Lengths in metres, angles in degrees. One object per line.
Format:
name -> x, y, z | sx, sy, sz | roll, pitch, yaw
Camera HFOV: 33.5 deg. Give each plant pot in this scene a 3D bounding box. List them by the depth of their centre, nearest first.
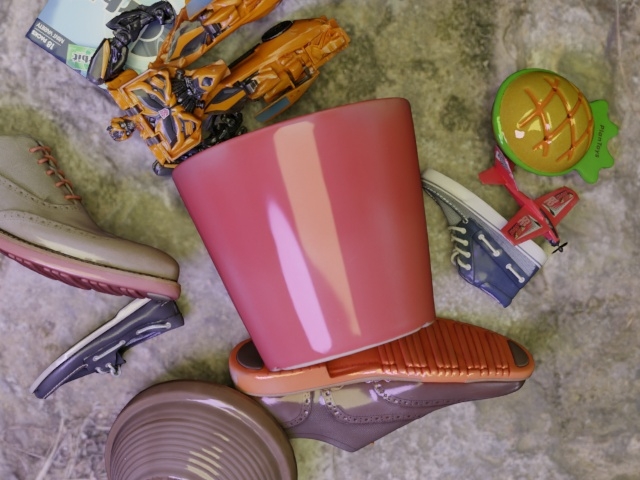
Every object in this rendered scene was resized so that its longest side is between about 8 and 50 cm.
plant pot -> 0.000, 0.000, 1.167 | 0.274, 0.275, 0.243 | -17, 90, -1
plant pot -> -0.152, 0.290, 1.241 | 0.237, 0.110, 0.237 | 5, 117, 10

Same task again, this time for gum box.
gum box -> -0.229, -0.270, 1.252 | 0.157, 0.041, 0.184 | 34, 93, -7

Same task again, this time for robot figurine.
robot figurine -> -0.120, -0.203, 1.218 | 0.291, 0.085, 0.211 | -38, 116, -7

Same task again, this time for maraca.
maraca -> 0.282, -0.135, 1.270 | 0.185, 0.099, 0.127 | 15, 84, -26

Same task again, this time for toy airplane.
toy airplane -> 0.245, -0.046, 1.282 | 0.151, 0.028, 0.151 | 15, 58, -25

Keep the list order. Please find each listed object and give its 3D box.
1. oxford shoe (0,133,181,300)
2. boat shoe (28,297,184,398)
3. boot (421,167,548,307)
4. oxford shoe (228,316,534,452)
oxford shoe -> -0.330, -0.045, 1.213 | 0.396, 0.140, 0.147 | 22, 79, 0
boat shoe -> -0.255, 0.135, 1.278 | 0.206, 0.075, 0.065 | -37, 94, -3
boot -> 0.181, -0.002, 1.288 | 0.190, 0.069, 0.086 | 37, 90, -8
oxford shoe -> 0.076, 0.178, 1.292 | 0.363, 0.130, 0.133 | -2, 115, 2
